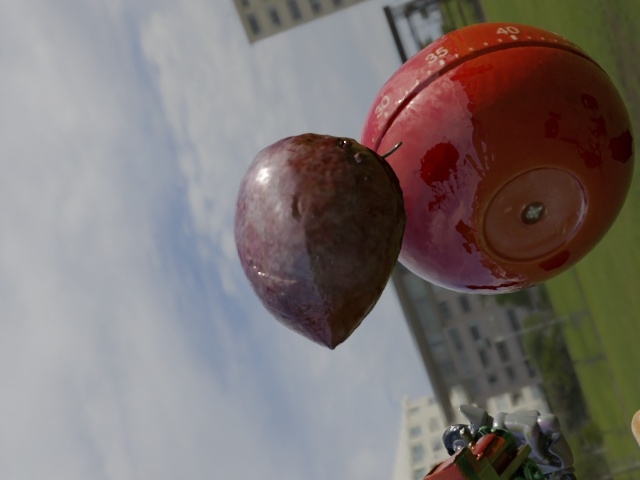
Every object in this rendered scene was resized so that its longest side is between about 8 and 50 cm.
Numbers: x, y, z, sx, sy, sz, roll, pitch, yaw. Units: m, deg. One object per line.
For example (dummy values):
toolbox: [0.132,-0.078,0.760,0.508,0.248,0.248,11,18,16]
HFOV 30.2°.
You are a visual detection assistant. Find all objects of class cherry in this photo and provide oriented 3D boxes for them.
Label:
cherry: [0.000,0.000,1.275,0.175,0.192,0.249,60,-157,-64]

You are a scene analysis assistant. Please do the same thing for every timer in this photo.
timer: [0.240,-0.105,1.619,0.279,0.378,0.378,-112,-3,-51]

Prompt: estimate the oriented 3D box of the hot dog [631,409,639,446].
hot dog: [0.517,0.295,1.691,0.249,0.100,0.068,-107,-1,-69]

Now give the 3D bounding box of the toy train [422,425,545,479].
toy train: [0.206,0.288,1.439,0.118,0.074,0.176,56,-145,1]

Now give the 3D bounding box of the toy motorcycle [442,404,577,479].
toy motorcycle: [0.311,0.318,1.848,0.073,0.225,0.152,-62,-6,-56]
